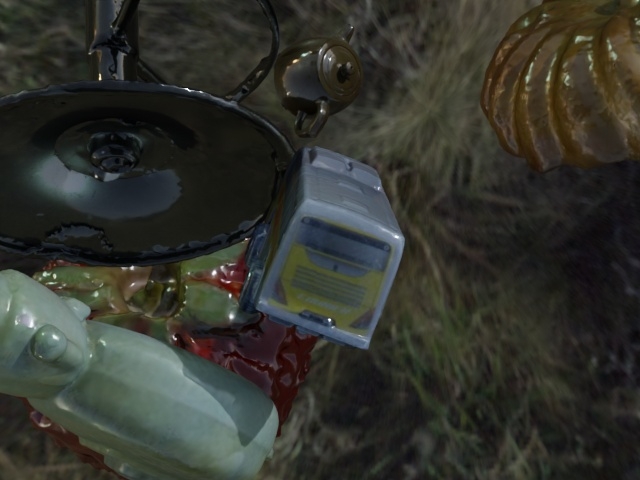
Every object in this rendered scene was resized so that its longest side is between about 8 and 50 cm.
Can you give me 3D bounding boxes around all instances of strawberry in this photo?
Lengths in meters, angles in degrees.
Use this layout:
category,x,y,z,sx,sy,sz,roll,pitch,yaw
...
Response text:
category,x,y,z,sx,sy,sz,roll,pitch,yaw
strawberry,-0.150,0.147,1.322,0.317,0.295,0.345,-27,134,-20

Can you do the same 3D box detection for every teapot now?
category,x,y,z,sx,sy,sz,roll,pitch,yaw
teapot,0.003,-0.147,1.178,0.076,0.068,0.121,33,63,-35

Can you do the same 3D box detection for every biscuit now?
category,x,y,z,sx,sy,sz,roll,pitch,yaw
biscuit,0.282,-0.176,1.059,0.325,0.326,0.107,-23,112,7

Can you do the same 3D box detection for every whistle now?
category,x,y,z,sx,sy,sz,roll,pitch,yaw
whistle,-0.116,0.062,0.596,0.258,0.126,0.067,35,70,-37

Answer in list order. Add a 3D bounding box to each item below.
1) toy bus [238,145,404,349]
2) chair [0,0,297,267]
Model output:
category,x,y,z,sx,sy,sz,roll,pitch,yaw
toy bus,0.000,0.000,0.639,0.064,0.190,0.075,19,102,-5
chair,-0.143,-0.205,0.846,0.226,0.226,0.401,-10,63,6
